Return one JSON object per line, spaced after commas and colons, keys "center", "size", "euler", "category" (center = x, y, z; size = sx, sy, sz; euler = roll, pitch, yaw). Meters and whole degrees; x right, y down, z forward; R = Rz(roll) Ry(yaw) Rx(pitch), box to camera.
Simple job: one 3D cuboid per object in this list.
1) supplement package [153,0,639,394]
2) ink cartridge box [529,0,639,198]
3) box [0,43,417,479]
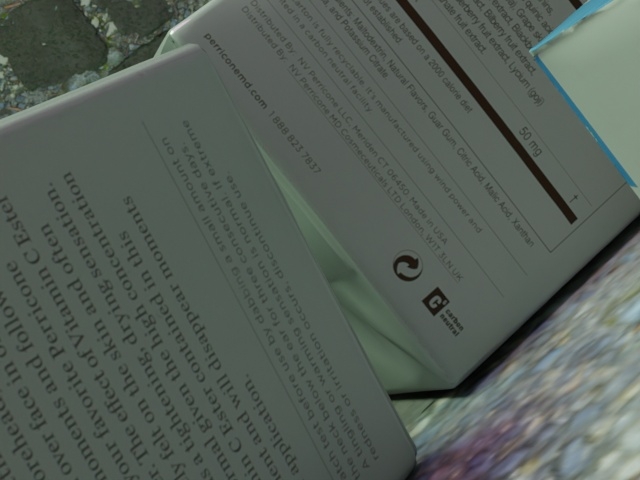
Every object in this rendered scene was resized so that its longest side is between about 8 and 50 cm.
{"center": [0.077, -0.086, 0.570], "size": [0.293, 0.175, 0.177], "euler": [-40, 4, -19], "category": "supplement package"}
{"center": [0.152, -0.070, 0.348], "size": [0.143, 0.092, 0.090], "euler": [-42, 6, -29], "category": "ink cartridge box"}
{"center": [-0.164, 0.098, 0.342], "size": [0.215, 0.168, 0.345], "euler": [-23, 7, 39], "category": "box"}
